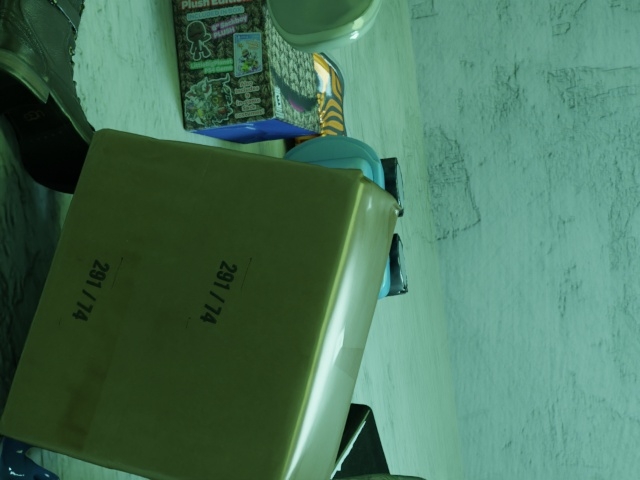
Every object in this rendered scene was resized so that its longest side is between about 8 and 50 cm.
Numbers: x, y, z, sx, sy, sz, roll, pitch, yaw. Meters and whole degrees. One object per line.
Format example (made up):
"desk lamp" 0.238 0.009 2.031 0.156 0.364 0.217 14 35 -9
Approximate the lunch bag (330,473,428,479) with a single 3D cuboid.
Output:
"lunch bag" 0.012 0.409 1.230 0.256 0.213 0.305 19 62 -55

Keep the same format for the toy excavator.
"toy excavator" 0.000 0.000 1.751 0.445 0.222 0.432 58 28 -67

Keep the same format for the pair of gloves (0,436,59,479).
"pair of gloves" -0.302 0.261 1.062 0.159 0.023 0.198 62 22 -47

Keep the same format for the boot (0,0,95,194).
"boot" -0.279 -0.199 1.203 0.263 0.091 0.229 62 26 -51

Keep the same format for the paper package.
"paper package" -0.114 0.076 1.111 0.168 0.310 0.324 40 62 -69

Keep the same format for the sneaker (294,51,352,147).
"sneaker" -0.009 -0.201 2.040 0.321 0.125 0.180 67 22 -44

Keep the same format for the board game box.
"board game box" -0.111 -0.306 1.708 0.232 0.141 0.291 -1 85 -73

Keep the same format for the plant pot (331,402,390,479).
"plant pot" -0.014 0.371 1.732 0.167 0.188 0.187 -56 138 -48

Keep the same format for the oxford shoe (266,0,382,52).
"oxford shoe" -0.005 -0.424 1.580 0.130 0.169 0.449 70 14 -45
